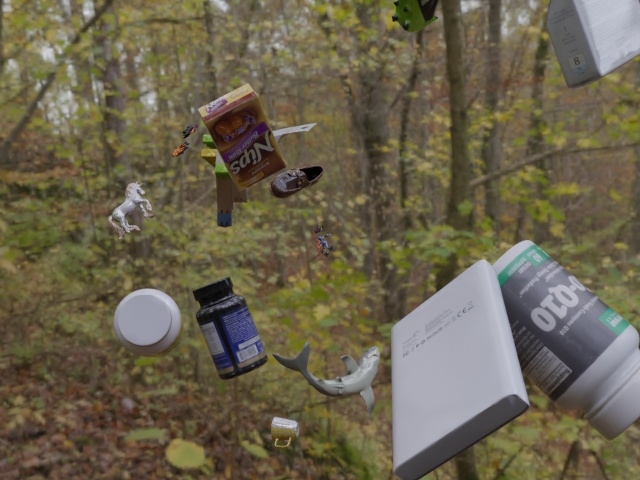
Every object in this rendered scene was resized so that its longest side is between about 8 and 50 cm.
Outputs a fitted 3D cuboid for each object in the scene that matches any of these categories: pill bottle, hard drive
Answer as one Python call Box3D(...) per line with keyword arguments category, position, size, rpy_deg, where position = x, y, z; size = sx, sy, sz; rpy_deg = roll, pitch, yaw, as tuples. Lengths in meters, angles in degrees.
Box3D(category="pill bottle", position=(0.460, 0.186, 1.434), size=(0.361, 0.204, 0.204), rpy_deg=(44, 30, 19))
Box3D(category="pill bottle", position=(-0.492, 0.239, 2.182), size=(0.187, 0.188, 0.334), rpy_deg=(-8, -8, -9))
Box3D(category="pill bottle", position=(-0.215, 0.201, 1.760), size=(0.122, 0.219, 0.123), rpy_deg=(-21, 1, 0))
Box3D(category="hard drive", position=(0.212, 0.201, 1.246), size=(0.233, 0.047, 0.353), rpy_deg=(-41, 19, 24))

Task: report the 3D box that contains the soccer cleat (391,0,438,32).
Box3D(category="soccer cleat", position=(0.138, -0.361, 1.010), size=(0.072, 0.179, 0.060), rpy_deg=(-28, 59, -22))

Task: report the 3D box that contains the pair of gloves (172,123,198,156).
Box3D(category="pair of gloves", position=(-0.308, -0.228, 1.720), size=(0.010, 0.083, 0.074), rpy_deg=(31, -19, -27))

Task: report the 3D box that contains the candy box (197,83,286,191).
Box3D(category="candy box", position=(-0.145, -0.192, 1.437), size=(0.109, 0.187, 0.053), rpy_deg=(-29, 49, -5))

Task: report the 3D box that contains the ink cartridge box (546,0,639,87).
Box3D(category="ink cartridge box", position=(0.581, -0.559, 1.672), size=(0.308, 0.385, 0.091), rpy_deg=(-30, 10, -41))

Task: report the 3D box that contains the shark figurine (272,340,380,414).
Box3D(category="shark figurine", position=(0.023, 0.331, 1.778), size=(0.278, 0.166, 0.116), rpy_deg=(8, -21, -37))

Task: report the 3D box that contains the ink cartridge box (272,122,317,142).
Box3D(category="ink cartridge box", position=(-0.101, -0.234, 1.785), size=(0.179, 0.045, 0.145), rpy_deg=(-7, 14, 10))

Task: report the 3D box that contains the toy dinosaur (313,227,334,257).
Box3D(category="toy dinosaur", position=(0.000, 0.000, 1.905), size=(0.090, 0.047, 0.082), rpy_deg=(-7, 41, -48))

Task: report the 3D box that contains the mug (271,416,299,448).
Box3D(category="mug", position=(-0.091, 0.503, 1.983), size=(0.064, 0.078, 0.062), rpy_deg=(0, -12, 12))

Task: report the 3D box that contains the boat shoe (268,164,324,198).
Box3D(category="boat shoe", position=(-0.069, -0.182, 2.234), size=(0.073, 0.073, 0.207), rpy_deg=(-32, -1, 40))

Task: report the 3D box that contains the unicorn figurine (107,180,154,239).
Box3D(category="unicorn figurine", position=(-0.486, -0.086, 1.961), size=(0.162, 0.111, 0.060), rpy_deg=(-43, -17, -28))

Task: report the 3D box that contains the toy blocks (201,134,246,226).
Box3D(category="toy blocks", position=(-0.298, -0.220, 2.570), size=(0.190, 0.261, 0.381), rpy_deg=(0, 36, -5))
